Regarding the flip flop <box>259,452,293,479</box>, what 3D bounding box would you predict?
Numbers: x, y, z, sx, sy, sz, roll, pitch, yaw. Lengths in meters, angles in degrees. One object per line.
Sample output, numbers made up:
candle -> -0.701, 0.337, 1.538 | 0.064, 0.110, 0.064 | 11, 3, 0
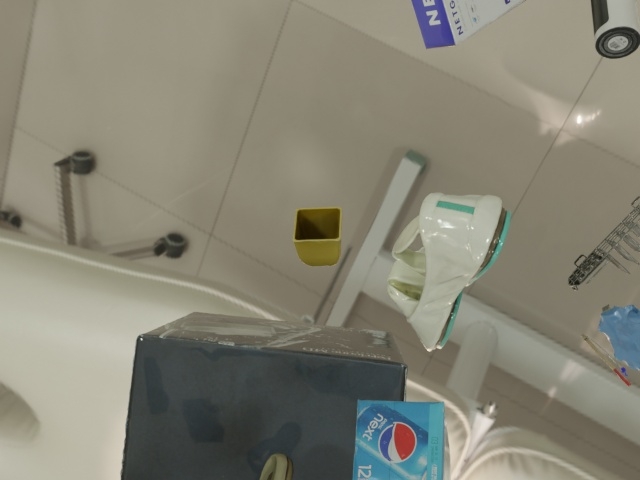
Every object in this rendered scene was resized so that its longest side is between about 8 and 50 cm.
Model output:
flip flop -> -0.113, 0.421, 1.122 | 0.080, 0.277, 0.112 | 34, 133, -13

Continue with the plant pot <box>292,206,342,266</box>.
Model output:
plant pot -> 0.000, 0.000, 1.338 | 0.081, 0.081, 0.083 | -2, 136, 7

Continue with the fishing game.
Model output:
fishing game -> 0.596, 0.184, 1.414 | 0.189, 0.041, 0.264 | 46, 155, 5

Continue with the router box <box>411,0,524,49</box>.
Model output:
router box -> 0.281, -0.594, 1.534 | 0.082, 0.301, 0.336 | 8, 128, 49

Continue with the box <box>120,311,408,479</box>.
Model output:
box -> -0.088, 0.324, 1.545 | 0.479, 0.472, 0.298 | 6, 91, 2

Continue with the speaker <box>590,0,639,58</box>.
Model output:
speaker -> 0.372, -0.298, 0.982 | 0.055, 0.136, 0.055 | 6, 149, 3

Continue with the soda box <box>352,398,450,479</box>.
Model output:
soda box -> 0.074, 0.198, 0.651 | 0.067, 0.071, 0.210 | -1, 152, 12

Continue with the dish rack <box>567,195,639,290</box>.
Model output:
dish rack -> 0.549, -0.004, 1.363 | 0.074, 0.208, 0.271 | 44, 101, 10

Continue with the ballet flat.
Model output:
ballet flat -> 0.165, 0.042, 1.136 | 0.139, 0.139, 0.400 | 27, 154, 10
